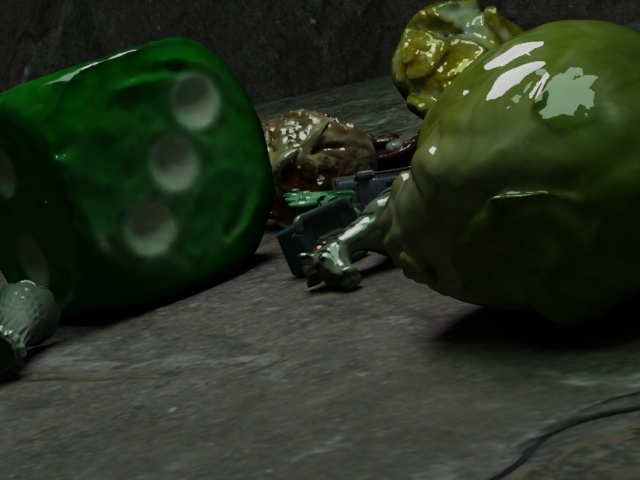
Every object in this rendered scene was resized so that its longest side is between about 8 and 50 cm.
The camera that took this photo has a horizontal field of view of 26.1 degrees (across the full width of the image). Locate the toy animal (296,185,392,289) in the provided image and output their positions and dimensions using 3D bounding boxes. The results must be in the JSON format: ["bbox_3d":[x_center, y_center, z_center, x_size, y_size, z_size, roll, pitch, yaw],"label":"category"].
[{"bbox_3d":[0.102,-0.023,1.535,0.170,0.090,0.255,-11,8,38],"label":"toy animal"}]

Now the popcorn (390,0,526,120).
[{"bbox_3d":[0.248,-0.291,2.368,0.225,0.276,0.276,-49,8,7],"label":"popcorn"}]

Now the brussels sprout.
[{"bbox_3d":[0.208,-0.053,1.167,0.274,0.243,0.316,-47,20,-24],"label":"brussels sprout"}]

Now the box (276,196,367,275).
[{"bbox_3d":[0.000,0.000,1.601,0.099,0.074,0.054,-24,0,-42],"label":"box"}]

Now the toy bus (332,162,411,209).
[{"bbox_3d":[0.109,-0.071,1.836,0.192,0.065,0.077,-8,5,33],"label":"toy bus"}]

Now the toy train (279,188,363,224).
[{"bbox_3d":[0.005,-0.029,1.753,0.104,0.071,0.178,-5,8,-6],"label":"toy train"}]

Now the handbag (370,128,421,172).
[{"bbox_3d":[0.083,-0.115,2.077,0.203,0.074,0.216,-11,11,19],"label":"handbag"}]

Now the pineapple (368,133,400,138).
[{"bbox_3d":[0.068,-0.146,2.298,0.159,0.074,0.074,-12,7,-35],"label":"pineapple"}]

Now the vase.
[{"bbox_3d":[-0.339,0.103,1.514,0.081,0.081,0.149,-14,15,5],"label":"vase"}]

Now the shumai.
[{"bbox_3d":[-0.033,-0.099,1.929,0.209,0.161,0.153,6,12,13],"label":"shumai"}]

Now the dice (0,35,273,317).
[{"bbox_3d":[-0.260,-0.077,1.746,0.297,0.300,0.287,-25,11,-38],"label":"dice"}]
